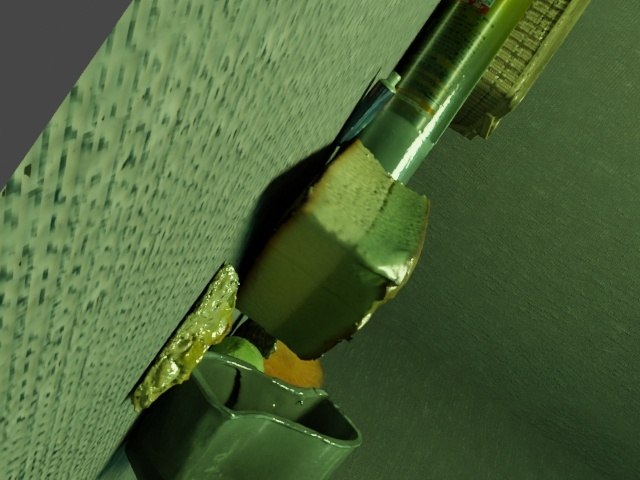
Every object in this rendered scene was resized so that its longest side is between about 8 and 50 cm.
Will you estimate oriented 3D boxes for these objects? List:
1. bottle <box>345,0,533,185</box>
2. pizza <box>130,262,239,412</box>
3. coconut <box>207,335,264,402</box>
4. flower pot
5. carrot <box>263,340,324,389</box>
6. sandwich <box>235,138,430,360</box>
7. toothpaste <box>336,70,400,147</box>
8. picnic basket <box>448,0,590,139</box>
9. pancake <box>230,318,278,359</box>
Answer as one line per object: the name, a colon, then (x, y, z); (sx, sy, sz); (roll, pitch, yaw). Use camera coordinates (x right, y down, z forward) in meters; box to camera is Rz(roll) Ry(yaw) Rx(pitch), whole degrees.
bottle: (0.129, -0.181, 0.566); (0.286, 0.082, 0.082); (-55, 178, 0)
pizza: (-0.083, 0.063, 0.371); (0.108, 0.026, 0.123); (-59, 176, 29)
coconut: (-0.105, 0.160, 0.592); (0.088, 0.088, 0.096); (-46, 143, -76)
flower pot: (-0.066, 0.199, 0.512); (0.108, 0.229, 0.103); (-55, -141, 4)
carrot: (-0.137, 0.328, 1.118); (0.254, 0.196, 0.196); (-54, 179, 30)
sandwich: (0.027, -0.012, 0.455); (0.186, 0.108, 0.220); (-53, -179, -31)
toothpaste: (0.042, -0.117, 0.465); (0.083, 0.019, 0.027); (-48, -178, 22)
picnic basket: (0.302, -0.326, 0.916); (0.228, 0.175, 0.313); (-56, 178, 1)
pancake: (-0.098, 0.161, 0.679); (0.190, 0.020, 0.184); (-44, -158, 10)
